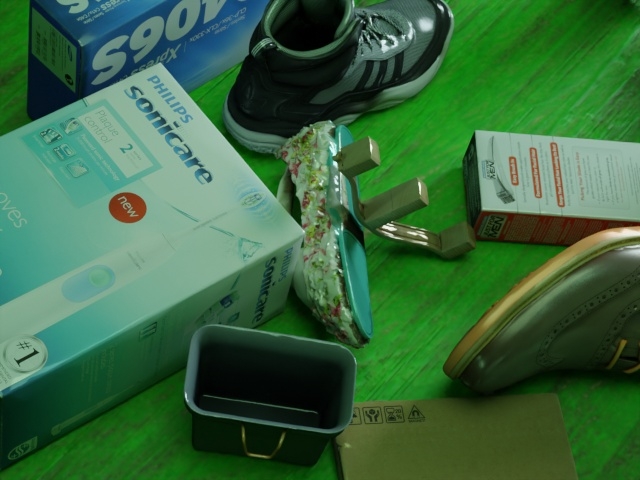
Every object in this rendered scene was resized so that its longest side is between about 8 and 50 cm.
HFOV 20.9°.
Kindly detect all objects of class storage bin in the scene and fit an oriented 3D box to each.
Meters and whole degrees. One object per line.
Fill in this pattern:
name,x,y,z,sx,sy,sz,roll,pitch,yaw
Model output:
storage bin,-0.046,0.139,1.406,0.135,0.091,0.098,8,55,-4

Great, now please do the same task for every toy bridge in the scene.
toy bridge,0.063,-0.031,1.513,0.063,0.188,0.026,-24,53,25

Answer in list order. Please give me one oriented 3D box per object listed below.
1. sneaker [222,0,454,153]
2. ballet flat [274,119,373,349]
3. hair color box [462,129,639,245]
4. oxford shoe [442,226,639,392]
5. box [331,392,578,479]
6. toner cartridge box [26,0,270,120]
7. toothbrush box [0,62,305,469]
sneaker,0.032,-0.189,1.609,0.268,0.153,0.101,-31,67,-28
ballet flat,0.000,0.000,1.530,0.077,0.091,0.241,-16,50,15
hair color box,0.220,-0.046,1.608,0.167,0.053,0.093,5,56,-9
oxford shoe,0.274,0.065,1.500,0.363,0.130,0.133,-22,68,-23
box,0.116,0.204,1.434,0.201,0.021,0.164,-1,56,-12
toner cartridge box,-0.110,-0.224,1.601,0.348,0.165,0.075,-35,69,-28
toothbrush box,-0.196,0.015,1.443,0.295,0.126,0.216,-27,64,-27
